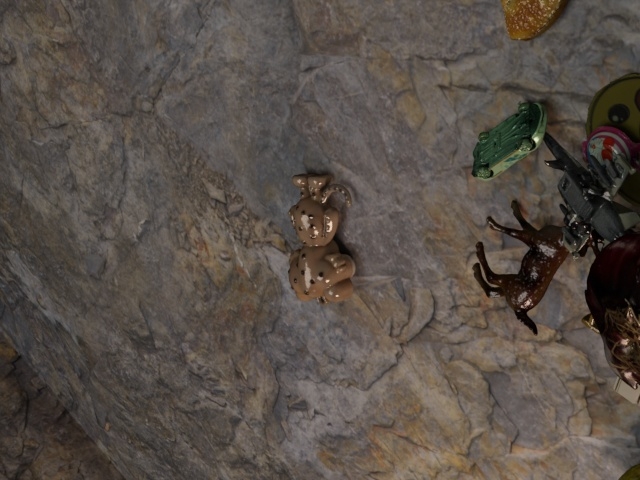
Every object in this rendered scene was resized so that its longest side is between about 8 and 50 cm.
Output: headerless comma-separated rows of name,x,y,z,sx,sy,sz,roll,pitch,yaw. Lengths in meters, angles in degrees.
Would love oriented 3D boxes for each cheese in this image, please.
cheese,0.470,-0.131,1.729,0.145,0.038,0.095,11,120,46

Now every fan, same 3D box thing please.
fan,0.533,-0.161,1.682,0.335,0.011,0.230,-29,90,52

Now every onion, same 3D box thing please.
onion,0.530,0.113,1.584,0.314,0.232,0.314,49,163,21

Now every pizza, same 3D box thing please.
pizza,0.331,-0.399,1.729,0.134,0.046,0.175,52,139,10

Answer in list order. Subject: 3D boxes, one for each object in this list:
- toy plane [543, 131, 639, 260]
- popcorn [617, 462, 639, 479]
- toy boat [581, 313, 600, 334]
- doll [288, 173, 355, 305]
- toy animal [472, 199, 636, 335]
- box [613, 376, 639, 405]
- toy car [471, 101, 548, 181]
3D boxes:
toy plane,0.403,-0.085,1.736,0.262,0.088,0.192,54,137,33
popcorn,0.568,0.480,1.875,0.198,0.212,0.198,44,160,20
toy boat,0.560,0.185,1.773,0.321,0.121,0.089,35,128,28
doll,-0.002,-0.001,2.273,0.154,0.119,0.278,16,113,39
toy animal,0.389,0.029,1.859,0.260,0.087,0.244,35,114,37
box,0.593,0.259,1.851,0.198,0.029,0.109,32,132,29
toy car,0.322,-0.161,1.857,0.058,0.093,0.186,24,145,-23
